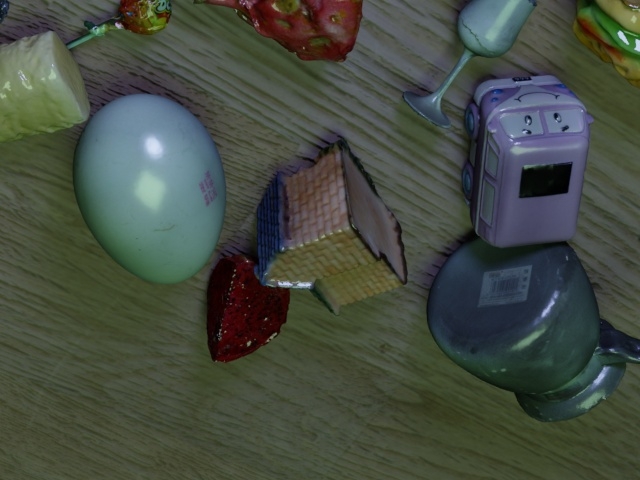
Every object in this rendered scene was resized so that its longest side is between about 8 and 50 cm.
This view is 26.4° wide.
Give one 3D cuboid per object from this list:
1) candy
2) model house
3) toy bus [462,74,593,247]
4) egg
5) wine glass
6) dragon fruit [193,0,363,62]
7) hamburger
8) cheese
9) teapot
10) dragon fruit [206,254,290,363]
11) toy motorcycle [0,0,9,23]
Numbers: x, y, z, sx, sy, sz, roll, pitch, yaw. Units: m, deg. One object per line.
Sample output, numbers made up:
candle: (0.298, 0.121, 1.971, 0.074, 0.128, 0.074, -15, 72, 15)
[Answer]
candy: (-0.267, -0.247, 1.627, 0.201, 0.060, 0.060, -22, 125, 12)
model house: (0.000, 0.000, 1.790, 0.172, 0.166, 0.183, -24, 135, 17)
toy bus: (0.270, -0.103, 1.779, 0.141, 0.142, 0.203, -5, 124, -9)
egg: (-0.206, -0.059, 1.676, 0.182, 0.183, 0.264, -14, 131, -4)
wine glass: (0.188, -0.238, 1.711, 0.079, 0.079, 0.195, 25, 114, -26)
dragon fruit: (-0.051, -0.308, 1.578, 0.211, 0.134, 0.262, -4, 124, -6)
hamburger: (0.418, -0.280, 1.659, 0.237, 0.237, 0.149, -3, 142, -11)
cheese: (-0.367, -0.172, 1.604, 0.167, 0.094, 0.123, -13, 127, 8)
teapot: (0.337, 0.113, 1.901, 0.305, 0.223, 0.285, -32, 132, 14)
dragon fruit: (-0.100, 0.081, 1.862, 0.106, 0.083, 0.162, -1, 115, -28)
toy motorcycle: (-0.486, -0.325, 1.486, 0.173, 0.108, 0.307, -29, 122, 13)
